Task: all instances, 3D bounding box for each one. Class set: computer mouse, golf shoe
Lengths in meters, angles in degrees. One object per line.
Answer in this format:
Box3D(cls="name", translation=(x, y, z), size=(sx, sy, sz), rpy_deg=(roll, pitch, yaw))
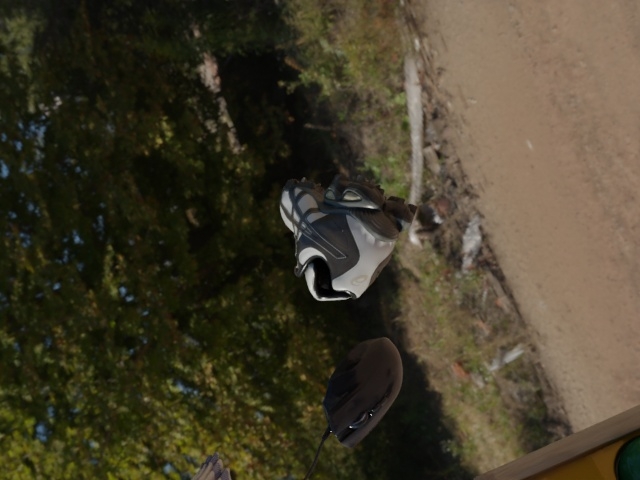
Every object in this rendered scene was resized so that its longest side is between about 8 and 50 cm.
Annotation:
Box3D(cls="computer mouse", translation=(0.012, 0.186, 0.615), size=(0.041, 0.242, 0.071), rpy_deg=(10, 142, 38))
Box3D(cls="golf shoe", translation=(0.000, 0.000, 0.567), size=(0.077, 0.094, 0.198), rpy_deg=(23, 174, -16))

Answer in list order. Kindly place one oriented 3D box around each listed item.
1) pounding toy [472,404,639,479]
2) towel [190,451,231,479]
Box3D(cls="pounding toy", translation=(0.148, 0.195, 0.304), size=(0.206, 0.181, 0.094), rpy_deg=(-114, 0, -51))
Box3D(cls="towel", translation=(-0.166, 0.404, 0.764), size=(0.285, 0.034, 0.209), rpy_deg=(-41, -56, -59))
